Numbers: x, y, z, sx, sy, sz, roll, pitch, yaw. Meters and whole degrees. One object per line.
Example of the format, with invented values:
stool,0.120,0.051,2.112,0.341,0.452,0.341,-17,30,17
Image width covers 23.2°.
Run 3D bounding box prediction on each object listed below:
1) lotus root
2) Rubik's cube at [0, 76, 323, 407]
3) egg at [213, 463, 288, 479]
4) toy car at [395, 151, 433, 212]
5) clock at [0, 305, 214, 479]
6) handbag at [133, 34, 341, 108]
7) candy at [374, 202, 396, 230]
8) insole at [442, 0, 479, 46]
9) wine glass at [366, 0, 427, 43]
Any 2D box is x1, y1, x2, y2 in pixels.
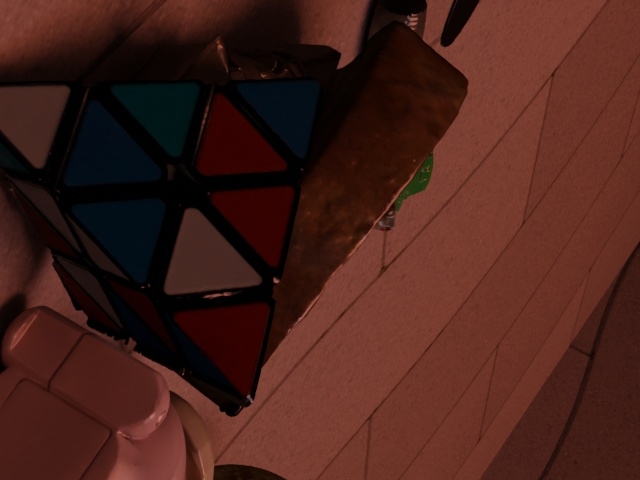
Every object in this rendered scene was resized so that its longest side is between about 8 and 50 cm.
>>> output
lotus root,-0.016,-0.008,1.395,0.390,0.111,0.375,-52,-172,29
Rubik's cube,-0.067,0.013,1.090,0.250,0.234,0.284,-23,143,-11
egg,-0.107,0.379,1.718,0.238,0.238,0.289,-42,165,-46
toy car,0.046,-0.061,1.654,0.165,0.062,0.071,-12,141,-18
clock,-0.229,0.246,1.315,0.342,0.184,0.326,-50,164,-16
handbag,-0.081,-0.099,1.271,0.182,0.117,0.270,-48,166,22
candy,0.000,0.000,1.609,0.182,0.046,0.053,-27,147,9
insole,0.201,-0.344,1.846,0.253,0.005,0.086,-65,162,13
wine glass,0.071,-0.172,1.656,0.066,0.066,0.198,-43,154,-43
